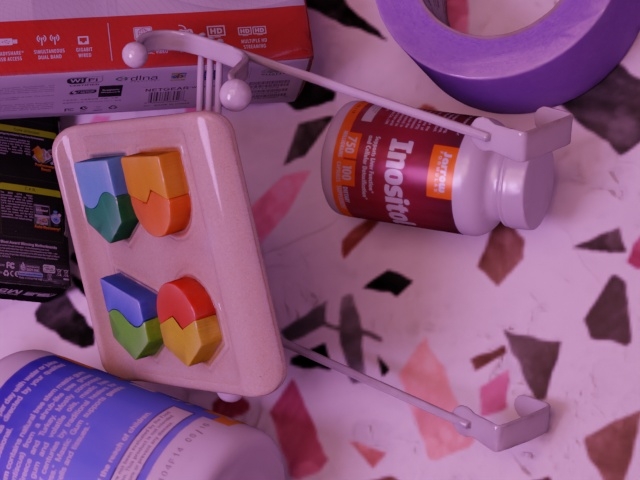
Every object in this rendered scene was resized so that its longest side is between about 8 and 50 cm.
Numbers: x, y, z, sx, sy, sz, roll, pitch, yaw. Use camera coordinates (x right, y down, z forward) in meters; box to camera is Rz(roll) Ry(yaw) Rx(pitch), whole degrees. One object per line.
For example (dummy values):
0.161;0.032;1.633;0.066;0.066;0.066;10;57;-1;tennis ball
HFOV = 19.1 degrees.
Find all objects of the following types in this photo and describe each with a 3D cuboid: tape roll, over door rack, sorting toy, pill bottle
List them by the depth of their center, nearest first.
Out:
0.000;0.000;1.302;0.324;0.108;0.239;15;118;26;over door rack
-0.113;0.012;1.308;0.208;0.038;0.193;-2;103;53;sorting toy
0.084;-0.050;1.355;0.152;0.086;0.086;9;79;25;pill bottle
-0.176;0.166;1.363;0.272;0.152;0.152;18;82;26;pill bottle
0.138;-0.192;1.378;0.189;0.080;0.189;-6;74;20;tape roll

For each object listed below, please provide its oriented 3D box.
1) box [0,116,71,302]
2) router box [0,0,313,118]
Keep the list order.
-0.287;-0.052;1.457;0.045;0.191;0.184;-31;61;48;box
-0.194;-0.246;1.442;0.335;0.082;0.301;-5;71;-11;router box
